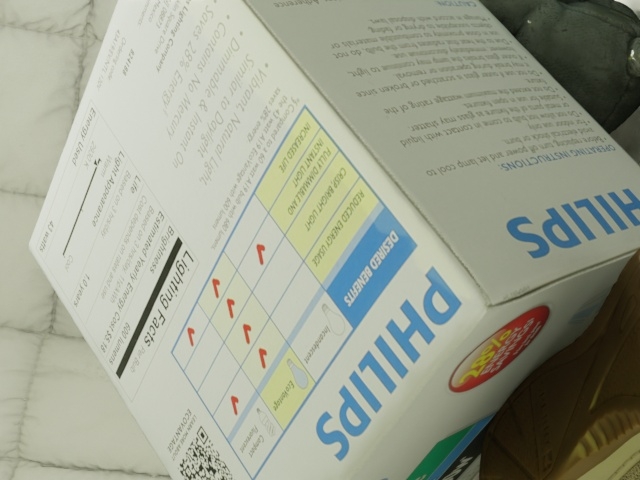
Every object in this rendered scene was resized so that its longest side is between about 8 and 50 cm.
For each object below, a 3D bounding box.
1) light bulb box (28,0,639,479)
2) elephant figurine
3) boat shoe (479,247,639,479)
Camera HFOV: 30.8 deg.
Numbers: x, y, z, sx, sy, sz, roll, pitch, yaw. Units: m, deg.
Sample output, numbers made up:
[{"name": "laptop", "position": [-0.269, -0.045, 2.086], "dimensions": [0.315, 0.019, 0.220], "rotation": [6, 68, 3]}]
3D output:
[{"name": "light bulb box", "position": [0.000, 0.000, 0.849], "dimensions": [0.361, 0.225, 0.358], "rotation": [53, 134, 24]}, {"name": "elephant figurine", "position": [0.163, -0.085, 0.937], "dimensions": [0.186, 0.169, 0.239], "rotation": [-68, -2, -68]}, {"name": "boat shoe", "position": [0.212, 0.079, 0.649], "dimensions": [0.341, 0.110, 0.121], "rotation": [126, 158, -51]}]
